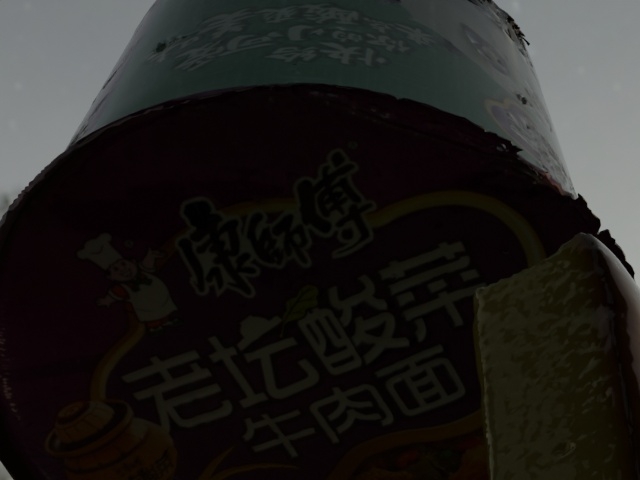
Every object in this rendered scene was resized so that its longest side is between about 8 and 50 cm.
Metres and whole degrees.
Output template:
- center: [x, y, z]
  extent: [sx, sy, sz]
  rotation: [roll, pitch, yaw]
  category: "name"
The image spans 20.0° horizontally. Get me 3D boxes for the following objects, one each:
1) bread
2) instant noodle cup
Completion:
- center: [0.076, 0.101, 0.410]
  extent: [0.049, 0.226, 0.088]
  rotation: [-24, -56, 19]
  category: "bread"
- center: [0.000, 0.000, 0.733]
  extent: [0.251, 0.251, 0.190]
  rotation: [-23, 29, 18]
  category: "instant noodle cup"
